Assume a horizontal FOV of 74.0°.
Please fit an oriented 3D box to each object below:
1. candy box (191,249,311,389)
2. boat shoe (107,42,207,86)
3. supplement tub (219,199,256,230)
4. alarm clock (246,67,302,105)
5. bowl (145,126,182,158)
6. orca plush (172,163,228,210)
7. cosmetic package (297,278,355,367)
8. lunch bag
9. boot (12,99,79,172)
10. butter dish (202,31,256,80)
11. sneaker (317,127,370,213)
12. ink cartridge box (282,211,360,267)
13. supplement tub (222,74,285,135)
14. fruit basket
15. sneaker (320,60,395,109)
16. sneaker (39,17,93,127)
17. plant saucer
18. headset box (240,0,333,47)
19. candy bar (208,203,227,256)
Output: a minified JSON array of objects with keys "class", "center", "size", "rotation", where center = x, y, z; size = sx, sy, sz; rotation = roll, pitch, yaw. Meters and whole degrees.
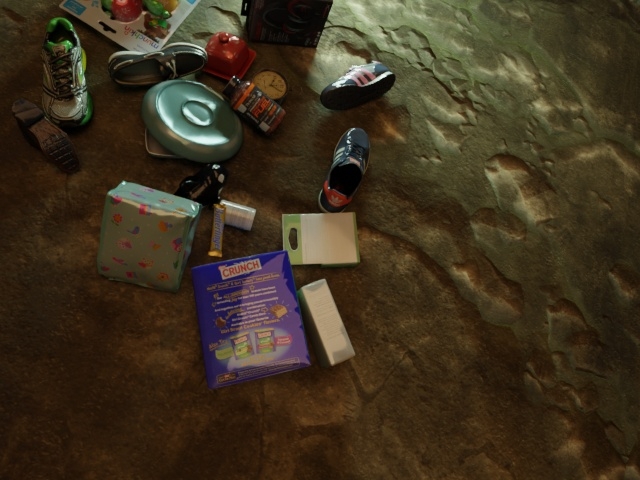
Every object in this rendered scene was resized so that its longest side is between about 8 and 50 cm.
[{"class":"candy box","center":[-0.185,0.209,1.149],"size":[0.268,0.122,0.318],"rotation":[-10,75,-8]},{"class":"boat shoe","center":[-0.501,-0.539,1.331],"size":[0.302,0.114,0.091],"rotation":[-16,53,-10]},{"class":"supplement tub","center":[-0.254,-0.075,1.273],"size":[0.107,0.071,0.071],"rotation":[17,68,-10]},{"class":"alarm clock","center":[-0.157,-0.520,1.459],"size":[0.191,0.064,0.130],"rotation":[-2,72,-14]},{"class":"bowl","center":[-0.459,-0.311,1.303],"size":[0.141,0.053,0.142],"rotation":[-1,71,-17]},{"class":"orca plush","center":[-0.395,-0.141,1.219],"size":[0.287,0.102,0.151],"rotation":[-29,62,-9]},{"class":"cosmetic package","center":[0.007,0.239,1.219],"size":[0.085,0.117,0.231],"rotation":[-19,79,-20]},{"class":"lunch bag","center":[-0.457,0.004,1.128],"size":[0.223,0.160,0.263],"rotation":[15,110,-13]},{"class":"boot","center":[-0.770,-0.285,1.198],"size":[0.082,0.106,0.219],"rotation":[-43,116,-28]},{"class":"butter dish","center":[-0.315,-0.634,1.412],"size":[0.159,0.118,0.160],"rotation":[22,67,6]},{"class":"sneaker","center":[0.101,-0.249,1.397],"size":[0.131,0.148,0.350],"rotation":[22,67,-8]},{"class":"ink cartridge box","center":[0.000,0.000,1.333],"size":[0.234,0.056,0.171],"rotation":[-2,72,-4]},{"class":"supplement tub","center":[-0.216,-0.436,1.364],"size":[0.197,0.106,0.106],"rotation":[36,64,-21]},{"class":"fruit basket","center":[-0.596,-0.799,1.372],"size":[0.327,0.165,0.353],"rotation":[32,69,-4]},{"class":"sneaker","center":[0.115,-0.571,1.550],"size":[0.318,0.112,0.131],"rotation":[-23,63,-25]},{"class":"sneaker","center":[-0.750,-0.481,1.224],"size":[0.134,0.146,0.344],"rotation":[-10,76,-20]},{"class":"plant saucer","center":[-0.380,-0.380,1.303],"size":[0.317,0.043,0.318],"rotation":[16,55,-24]},{"class":"headset box","center":[-0.130,-0.803,1.480],"size":[0.293,0.218,0.110],"rotation":[-3,72,-18]},{"class":"candy bar","center":[-0.299,-0.031,1.233],"size":[0.040,0.018,0.162],"rotation":[7,106,-12]}]
